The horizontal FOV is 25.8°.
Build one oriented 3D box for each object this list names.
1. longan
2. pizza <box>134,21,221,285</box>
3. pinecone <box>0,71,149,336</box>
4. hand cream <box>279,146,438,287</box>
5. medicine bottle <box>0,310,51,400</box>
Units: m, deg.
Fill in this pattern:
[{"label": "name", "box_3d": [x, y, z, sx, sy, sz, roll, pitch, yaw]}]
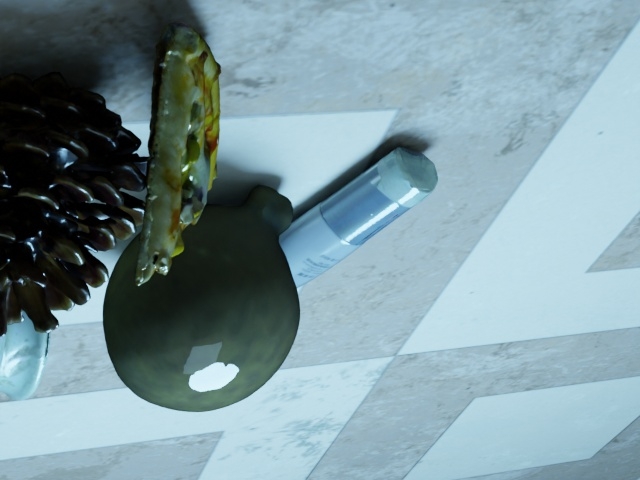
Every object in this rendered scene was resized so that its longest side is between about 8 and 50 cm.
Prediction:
[{"label": "longan", "box_3d": [-0.089, 0.046, 1.159, 0.204, 0.159, 0.185, -58, 164, 0]}, {"label": "pizza", "box_3d": [-0.095, -0.053, 0.941, 0.036, 0.176, 0.185, 7, 142, 4]}, {"label": "pinecone", "box_3d": [-0.202, -0.016, 0.940, 0.163, 0.165, 0.163, 11, 151, 6]}, {"label": "hand cream", "box_3d": [0.000, 0.000, 1.229, 0.079, 0.048, 0.255, 16, 142, -39]}, {"label": "medicine bottle", "box_3d": [-0.291, 0.057, 1.067, 0.143, 0.147, 0.147, 0, 150, -31]}]
